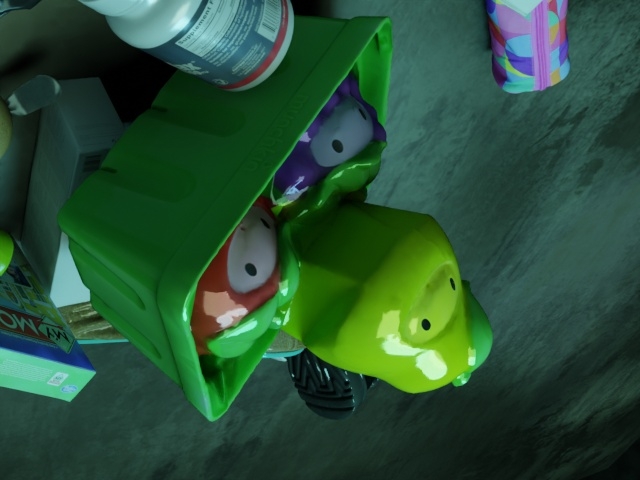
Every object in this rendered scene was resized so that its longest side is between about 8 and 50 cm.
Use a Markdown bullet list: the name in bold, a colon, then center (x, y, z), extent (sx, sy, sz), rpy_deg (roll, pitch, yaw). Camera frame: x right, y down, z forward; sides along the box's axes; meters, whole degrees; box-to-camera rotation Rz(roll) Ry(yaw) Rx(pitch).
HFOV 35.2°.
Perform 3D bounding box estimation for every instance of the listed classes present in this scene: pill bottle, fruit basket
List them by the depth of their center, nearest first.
- **pill bottle**: center (-0.115, -0.199, 0.828), extent (0.108, 0.108, 0.180), rpy_deg (-42, 148, 20)
- **fruit basket**: center (0.000, 0.000, 0.954), extent (0.392, 0.392, 0.283), rpy_deg (-23, 149, -14)

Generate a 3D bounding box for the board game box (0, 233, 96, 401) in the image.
- **board game box**: center (-0.365, 0.033, 0.916), extent (0.046, 0.213, 0.317), rpy_deg (-46, 148, 8)

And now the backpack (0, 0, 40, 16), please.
- **backpack**: center (-0.263, -0.240, 0.700), extent (0.152, 0.115, 0.182), rpy_deg (-17, 145, -17)

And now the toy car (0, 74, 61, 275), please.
- **toy car**: center (-0.314, -0.084, 0.881), extent (0.188, 0.149, 0.155), rpy_deg (-49, 137, 9)

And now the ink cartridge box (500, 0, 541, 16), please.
- **ink cartridge box**: center (0.123, -0.331, 0.786), extent (0.171, 0.233, 0.168), rpy_deg (-46, 147, 24)

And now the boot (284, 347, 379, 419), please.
- **boot**: center (0.044, 0.038, 1.359), extent (0.260, 0.131, 0.348), rpy_deg (-38, 125, -42)

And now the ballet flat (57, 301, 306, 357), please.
- **ballet flat**: center (-0.167, 0.063, 1.185), extent (0.342, 0.116, 0.124), rpy_deg (6, 111, -11)

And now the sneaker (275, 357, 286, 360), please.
- **sneaker**: center (-0.062, 0.123, 1.439), extent (0.252, 0.103, 0.111), rpy_deg (13, 128, -49)

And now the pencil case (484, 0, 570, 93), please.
- **pencil case**: center (0.231, -0.260, 1.128), extent (0.104, 0.104, 0.236), rpy_deg (-30, 151, 0)

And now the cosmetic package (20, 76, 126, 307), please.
- **cosmetic package**: center (-0.251, -0.043, 1.025), extent (0.060, 0.099, 0.239), rpy_deg (-13, 147, -32)
